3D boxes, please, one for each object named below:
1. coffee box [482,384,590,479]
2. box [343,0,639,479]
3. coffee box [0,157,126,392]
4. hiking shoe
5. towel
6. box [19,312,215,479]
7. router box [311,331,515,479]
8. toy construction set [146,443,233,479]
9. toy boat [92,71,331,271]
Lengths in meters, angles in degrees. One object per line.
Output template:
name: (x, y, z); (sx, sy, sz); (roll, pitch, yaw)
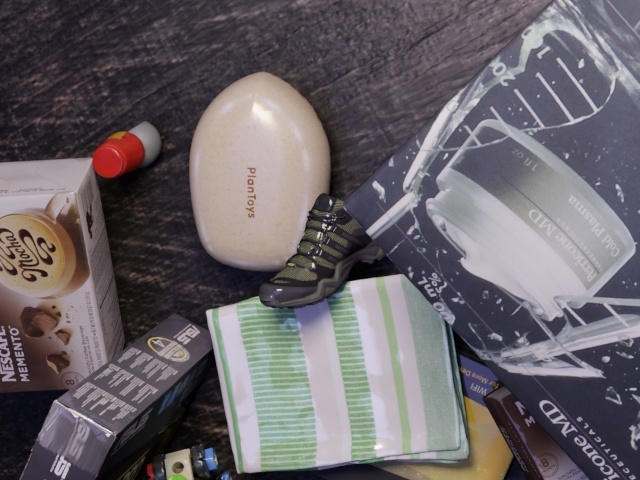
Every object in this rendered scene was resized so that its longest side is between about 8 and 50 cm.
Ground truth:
coffee box: (0.340, 0.188, 1.452); (0.247, 0.098, 0.141); (-29, 88, -7)
box: (0.365, -0.037, 1.158); (0.480, 0.297, 0.472); (48, 140, 1)
coffee box: (-0.371, 0.050, 1.611); (0.168, 0.119, 0.297); (-3, 117, 3)
hiking shoe: (0.000, 0.000, 1.528); (0.086, 0.227, 0.114); (7, 124, 51)
towel: (0.019, 0.180, 1.558); (0.325, 0.038, 0.247); (-9, 95, 21)
box: (-0.286, 0.291, 1.577); (0.097, 0.395, 0.318); (27, 106, 7)
router box: (0.113, 0.230, 1.598); (0.309, 0.081, 0.242); (23, 106, 14)
toy construction set: (-0.147, 0.399, 1.618); (0.151, 0.327, 0.215); (-7, 59, -10)
toy boat: (-0.139, -0.103, 1.607); (0.318, 0.148, 0.267); (10, 108, 9)
